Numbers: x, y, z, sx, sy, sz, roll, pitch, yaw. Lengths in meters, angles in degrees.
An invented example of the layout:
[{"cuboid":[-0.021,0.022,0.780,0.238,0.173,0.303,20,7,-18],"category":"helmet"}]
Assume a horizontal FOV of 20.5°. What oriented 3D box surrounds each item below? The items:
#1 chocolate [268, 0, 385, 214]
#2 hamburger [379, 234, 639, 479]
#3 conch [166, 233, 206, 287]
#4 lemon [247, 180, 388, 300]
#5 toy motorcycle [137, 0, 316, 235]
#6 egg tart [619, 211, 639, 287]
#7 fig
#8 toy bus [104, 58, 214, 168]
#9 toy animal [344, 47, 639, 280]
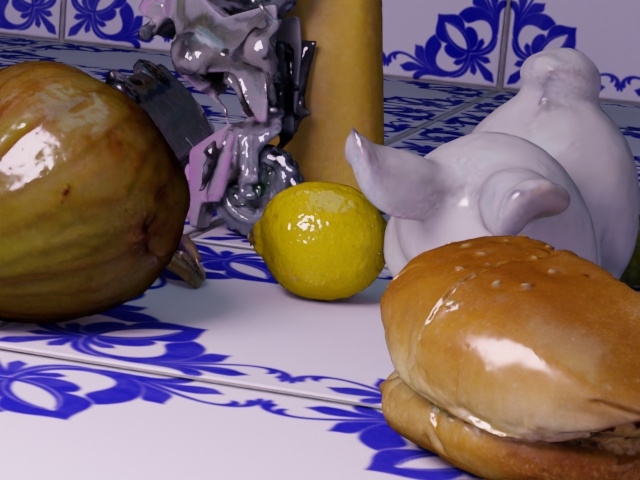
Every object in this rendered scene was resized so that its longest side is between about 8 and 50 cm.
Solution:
[{"cuboid":[-0.003,-0.244,2.003,0.162,0.445,0.162,0,13,0],"category":"chocolate"},{"cuboid":[0.127,0.082,1.137,0.156,0.144,0.283,-1,14,-28],"category":"hamburger"},{"cuboid":[-0.214,-0.022,1.722,0.109,0.093,0.330,19,17,-49],"category":"conch"},{"cuboid":[0.000,0.000,1.600,0.133,0.109,0.109,-2,11,1],"category":"lemon"},{"cuboid":[-0.105,-0.167,1.885,0.188,0.327,0.143,0,-1,19],"category":"toy motorcycle"},{"cuboid":[0.306,0.001,1.821,0.197,0.078,0.197,6,9,-1],"category":"egg tart"},{"cuboid":[-0.262,-0.011,1.374,0.217,0.217,0.321,14,33,40],"category":"fig"},{"cuboid":[-0.210,-0.123,2.042,0.138,0.112,0.317,45,15,-3],"category":"toy bus"},{"cuboid":[0.160,-0.044,1.544,0.196,0.241,0.367,11,13,23],"category":"toy animal"}]
